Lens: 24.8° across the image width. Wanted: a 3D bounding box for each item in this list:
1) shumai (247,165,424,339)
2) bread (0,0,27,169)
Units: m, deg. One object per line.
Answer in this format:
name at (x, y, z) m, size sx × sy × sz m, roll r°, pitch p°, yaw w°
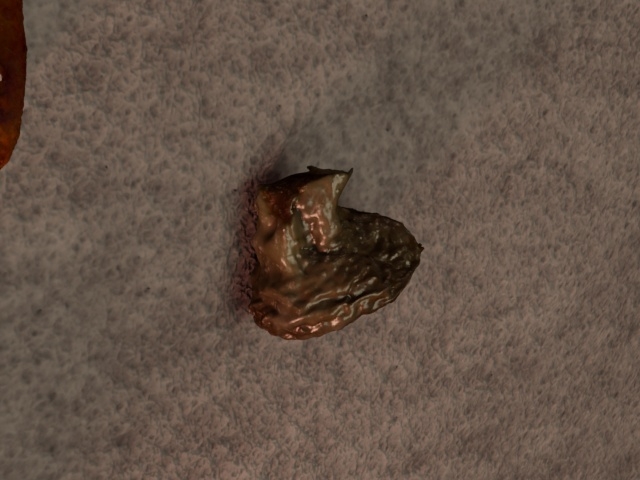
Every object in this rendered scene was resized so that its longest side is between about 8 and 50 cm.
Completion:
shumai at (0.000, 0.000, 1.604) m, size 0.206 × 0.166 × 0.176 m, roll -32°, pitch 106°, yaw -34°
bread at (-0.300, -0.175, 1.237) m, size 0.139 × 0.095 × 0.269 m, roll 1°, pitch 103°, yaw -54°
